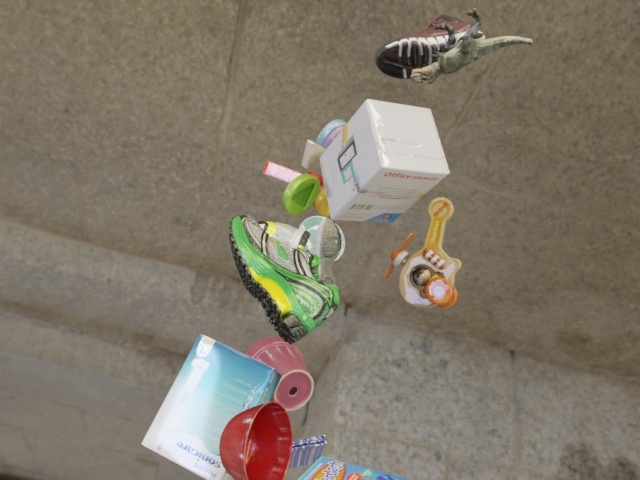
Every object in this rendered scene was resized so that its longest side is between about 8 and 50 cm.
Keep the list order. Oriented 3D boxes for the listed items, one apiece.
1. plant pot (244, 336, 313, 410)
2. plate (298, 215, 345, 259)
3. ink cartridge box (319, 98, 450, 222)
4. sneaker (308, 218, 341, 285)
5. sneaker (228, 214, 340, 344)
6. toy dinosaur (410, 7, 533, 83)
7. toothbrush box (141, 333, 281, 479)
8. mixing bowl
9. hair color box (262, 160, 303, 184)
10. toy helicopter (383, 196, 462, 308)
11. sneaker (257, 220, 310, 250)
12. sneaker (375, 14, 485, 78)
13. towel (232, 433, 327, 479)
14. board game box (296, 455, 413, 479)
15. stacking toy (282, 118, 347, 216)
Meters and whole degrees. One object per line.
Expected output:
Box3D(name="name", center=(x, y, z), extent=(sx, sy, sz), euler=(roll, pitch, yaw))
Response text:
Box3D(name="plant pot", center=(-0.117, 0.408, 1.781), extent=(0.201, 0.201, 0.180), euler=(36, 173, -31))
Box3D(name="plate", center=(0.000, 0.000, 2.196), extent=(0.188, 0.188, 0.024), euler=(21, 151, -14))
Box3D(name="ink cartridge box", center=(0.154, -0.193, 1.533), extent=(0.198, 0.197, 0.270), euler=(2, 154, -28))
Box3D(name="sneaker", center=(-0.012, 0.068, 2.078), extent=(0.129, 0.296, 0.111), euler=(9, 178, 44))
Box3D(name="sneaker", center=(-0.083, 0.060, 1.239), extent=(0.146, 0.343, 0.134), euler=(-26, 141, -19))
Box3D(name="toy dinosaur", center=(0.320, -0.441, 1.338), extent=(0.268, 0.064, 0.118), euler=(-18, 98, 15))
Box3D(name="toothbrush box", center=(-0.260, 0.414, 1.477), extent=(0.217, 0.295, 0.126), euler=(21, 162, 14))
Box3D(name="mixing bowl", center=(-0.143, 0.422, 1.234), extent=(0.098, 0.181, 0.181), euler=(-5, 142, 28))
Box3D(name="hair color box", center=(-0.115, -0.226, 2.169), extent=(0.167, 0.053, 0.093), euler=(24, 175, 15))
Box3D(name="toy helicopter", center=(0.330, 0.034, 1.879), extent=(0.235, 0.354, 0.140), euler=(11, 173, 22))
Box3D(name="sneaker", center=(-0.148, 0.031, 1.698), extent=(0.147, 0.145, 0.384), euler=(27, 152, -8))
Box3D(name="sneaker", center=(0.270, -0.510, 1.558), extent=(0.282, 0.162, 0.106), euler=(-9, 134, -2))
Box3D(name="towel", center=(-0.151, 0.634, 1.693), extent=(0.336, 0.040, 0.243), euler=(-9, 148, -13))
Box3D(name="board game box", center=(0.061, 0.469, 1.092), extent=(0.210, 0.047, 0.160), euler=(5, -172, 24))
Box3D(name="stacking toy", center=(-0.021, -0.224, 1.818), extent=(0.130, 0.280, 0.308), euler=(40, 122, 29))
